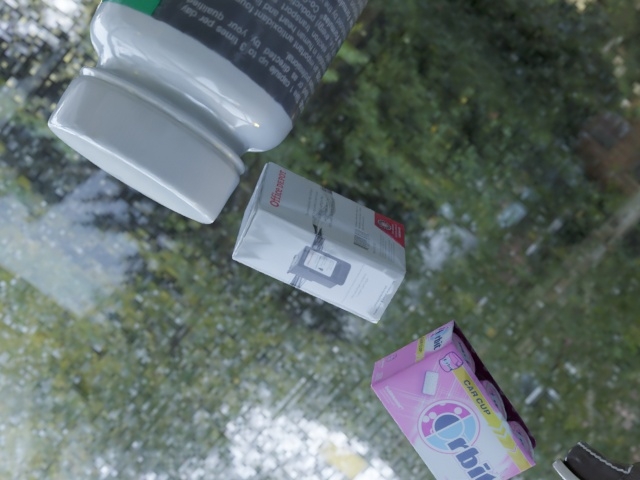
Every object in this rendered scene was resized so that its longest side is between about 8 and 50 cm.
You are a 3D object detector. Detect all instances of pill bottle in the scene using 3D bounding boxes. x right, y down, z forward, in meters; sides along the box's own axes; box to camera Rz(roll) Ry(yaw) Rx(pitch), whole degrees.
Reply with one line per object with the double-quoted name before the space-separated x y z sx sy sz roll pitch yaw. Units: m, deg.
"pill bottle" -0.078 -0.210 1.091 0.204 0.361 0.204 30 172 5

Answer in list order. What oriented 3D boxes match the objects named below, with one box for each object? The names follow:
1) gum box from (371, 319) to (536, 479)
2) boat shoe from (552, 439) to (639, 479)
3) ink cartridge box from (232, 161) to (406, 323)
"gum box" 0.154 0.199 1.356 0.188 0.107 0.062 55 -162 -14
"boat shoe" 0.376 0.285 1.250 0.116 0.096 0.324 33 180 -35
"ink cartridge box" 0.000 0.000 1.128 0.150 0.063 0.109 25 -156 -8
